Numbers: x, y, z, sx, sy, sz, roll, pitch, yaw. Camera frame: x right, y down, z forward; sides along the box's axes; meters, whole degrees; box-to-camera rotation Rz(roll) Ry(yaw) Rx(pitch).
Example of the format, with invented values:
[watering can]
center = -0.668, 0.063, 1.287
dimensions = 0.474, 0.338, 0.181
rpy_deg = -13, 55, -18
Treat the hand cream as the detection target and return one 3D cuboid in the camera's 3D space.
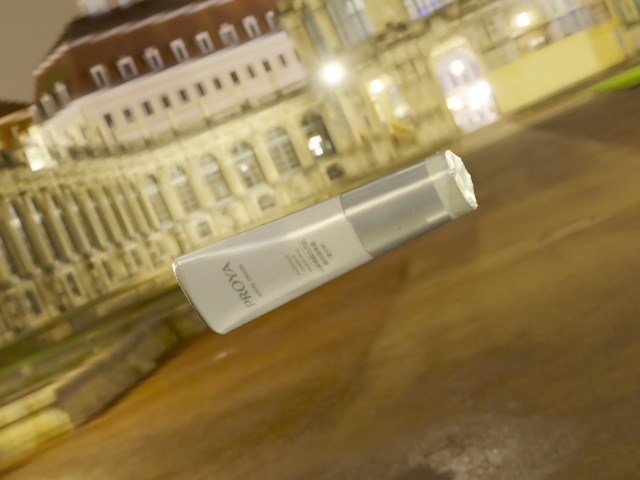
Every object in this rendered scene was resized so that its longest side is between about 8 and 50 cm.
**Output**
[hand cream]
center = 0.000, 0.000, 0.974
dimensions = 0.255, 0.079, 0.048
rpy_deg = -25, 18, 19
